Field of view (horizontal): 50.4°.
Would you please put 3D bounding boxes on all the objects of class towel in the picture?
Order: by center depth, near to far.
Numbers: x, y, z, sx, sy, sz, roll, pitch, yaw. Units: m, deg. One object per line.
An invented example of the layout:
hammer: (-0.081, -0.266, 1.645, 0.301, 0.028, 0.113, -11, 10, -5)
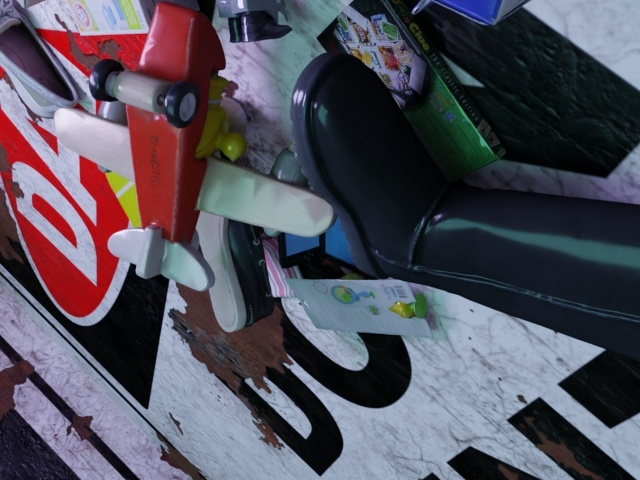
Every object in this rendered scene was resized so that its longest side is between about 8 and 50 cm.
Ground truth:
towel: (-0.111, 0.054, 1.330, 0.197, 0.029, 0.144, -3, 121, 48)

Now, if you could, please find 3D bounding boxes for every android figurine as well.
android figurine: (-0.349, -0.084, 1.360, 0.248, 0.056, 0.273, -21, 97, 59)

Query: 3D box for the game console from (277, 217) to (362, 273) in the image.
game console: (0.000, 0.000, 1.116, 0.085, 0.124, 0.144, -125, 25, -42)

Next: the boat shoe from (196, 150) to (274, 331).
boat shoe: (-0.146, -0.014, 1.220, 0.127, 0.113, 0.340, -22, 79, 54)

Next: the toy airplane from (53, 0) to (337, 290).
toy airplane: (-0.199, -0.122, 1.048, 0.384, 0.272, 0.386, -26, 106, 38)

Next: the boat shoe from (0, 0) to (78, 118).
boat shoe: (-0.620, -0.400, 1.389, 0.103, 0.118, 0.320, -10, 119, 44)

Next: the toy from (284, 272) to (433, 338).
toy: (0.070, 0.098, 1.146, 0.237, 0.056, 0.137, 2, 135, 38)

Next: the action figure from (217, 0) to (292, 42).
action figure: (-0.116, -0.398, 0.860, 0.185, 0.099, 0.285, 19, 132, 46)

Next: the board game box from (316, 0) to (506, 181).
board game box: (0.111, -0.188, 0.864, 0.260, 0.030, 0.136, 54, 143, -7)

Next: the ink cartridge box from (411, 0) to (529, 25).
ink cartridge box: (0.160, -0.333, 0.462, 0.151, 0.270, 0.395, 34, 142, 23)

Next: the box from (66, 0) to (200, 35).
box: (-0.303, -0.390, 1.056, 0.203, 0.103, 0.114, 14, 131, 40)

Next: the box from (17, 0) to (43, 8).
box: (-0.517, -0.552, 1.102, 0.311, 0.148, 0.121, 51, 146, -1)

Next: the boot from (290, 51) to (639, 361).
boot: (0.213, -0.032, 0.748, 0.445, 0.146, 0.367, 19, 155, 35)
